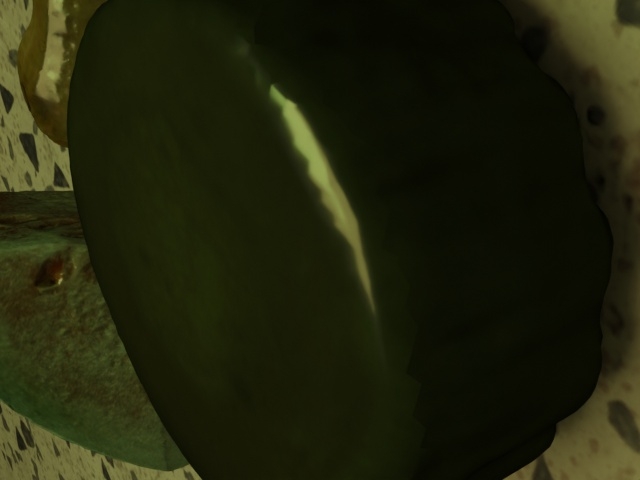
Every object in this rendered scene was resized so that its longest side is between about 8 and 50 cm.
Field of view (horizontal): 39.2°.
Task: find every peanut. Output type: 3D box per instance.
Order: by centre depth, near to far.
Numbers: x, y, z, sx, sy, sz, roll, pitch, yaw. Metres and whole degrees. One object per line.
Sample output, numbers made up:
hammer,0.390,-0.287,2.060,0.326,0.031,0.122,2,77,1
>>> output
peanut,-0.241,-0.203,0.879,0.120,0.110,0.236,-134,41,-54

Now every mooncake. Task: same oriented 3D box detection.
mooncake,0.000,0.000,0.558,0.356,0.194,0.356,33,135,42

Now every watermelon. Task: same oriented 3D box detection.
watermelon,-0.180,0.042,0.834,0.258,0.387,0.228,-41,36,12
